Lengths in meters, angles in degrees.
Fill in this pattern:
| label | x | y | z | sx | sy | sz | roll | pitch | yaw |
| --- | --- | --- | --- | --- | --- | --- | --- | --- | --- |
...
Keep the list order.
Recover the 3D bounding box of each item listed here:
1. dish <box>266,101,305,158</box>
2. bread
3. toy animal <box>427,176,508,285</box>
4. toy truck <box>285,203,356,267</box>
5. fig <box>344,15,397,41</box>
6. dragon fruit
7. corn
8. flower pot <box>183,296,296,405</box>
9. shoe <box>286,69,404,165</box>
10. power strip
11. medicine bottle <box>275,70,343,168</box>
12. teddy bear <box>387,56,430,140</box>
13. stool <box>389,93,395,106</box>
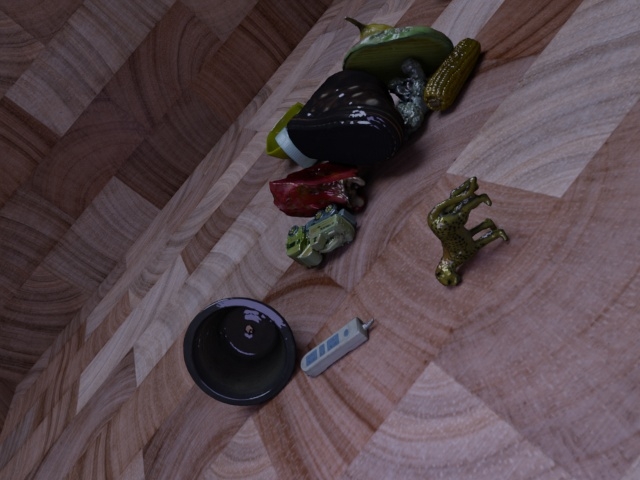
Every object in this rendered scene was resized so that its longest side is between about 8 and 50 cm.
| label | x | y | z | sx | sy | sz | roll | pitch | yaw |
| --- | --- | --- | --- | --- | --- | --- | --- | --- | --- |
| dish | -0.092 | -0.382 | 1.983 | 0.221 | 0.108 | 0.262 | -44 | 27 | 12 |
| bread | 0.205 | -0.483 | 1.452 | 0.301 | 0.301 | 0.045 | -16 | 75 | 51 |
| toy animal | 0.221 | -0.016 | 0.889 | 0.136 | 0.181 | 0.073 | -35 | 45 | 5 |
| toy truck | 0.000 | 0.000 | 1.330 | 0.191 | 0.085 | 0.116 | -29 | 37 | 35 |
| fig | 0.171 | -0.640 | 1.744 | 0.159 | 0.257 | 0.159 | -32 | 46 | 40 |
| dragon fruit | 0.024 | -0.116 | 1.389 | 0.262 | 0.134 | 0.212 | -24 | 23 | -37 |
| corn | 0.331 | -0.420 | 1.361 | 0.080 | 0.080 | 0.231 | -1 | 52 | 59 |
| flower pot | -0.163 | 0.216 | 1.182 | 0.235 | 0.235 | 0.148 | -46 | 7 | 9 |
| shoe | 0.097 | -0.322 | 1.389 | 0.384 | 0.171 | 0.237 | 11 | 58 | 53 |
| power strip | 0.032 | 0.204 | 1.052 | 0.191 | 0.030 | 0.047 | -41 | 27 | 21 |
| medicine bottle | 0.017 | -0.391 | 1.757 | 0.318 | 0.158 | 0.158 | -44 | 25 | 13 |
| teddy bear | 0.242 | -0.352 | 1.416 | 0.133 | 0.111 | 0.213 | 133 | 140 | -65 |
| stool | 0.142 | -0.379 | 1.587 | 0.135 | 0.134 | 0.110 | -11 | -1 | -32 |
